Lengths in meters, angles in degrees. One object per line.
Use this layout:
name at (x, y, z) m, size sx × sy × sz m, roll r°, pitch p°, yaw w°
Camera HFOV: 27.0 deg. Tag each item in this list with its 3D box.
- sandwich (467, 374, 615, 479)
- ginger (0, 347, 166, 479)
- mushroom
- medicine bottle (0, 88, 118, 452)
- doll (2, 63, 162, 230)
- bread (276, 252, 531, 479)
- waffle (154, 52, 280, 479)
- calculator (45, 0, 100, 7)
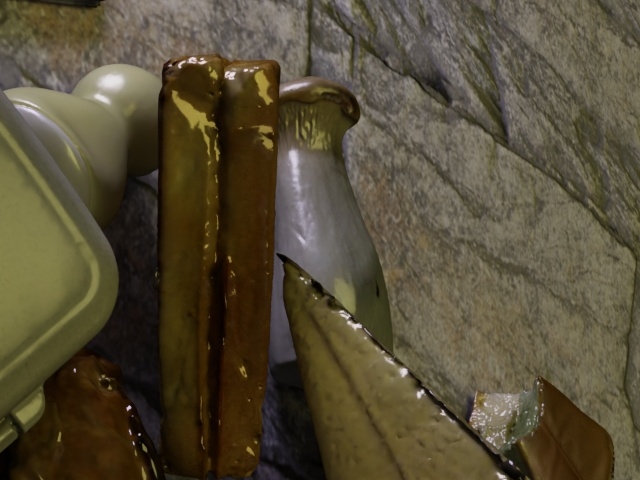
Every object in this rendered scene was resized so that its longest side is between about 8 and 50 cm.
sandwich at (0.230, 0.281, 1.488) m, size 0.186 × 0.108 × 0.220 m, roll 38°, pitch 51°, yaw -34°
ginger at (-0.182, 0.221, 0.984) m, size 0.165 × 0.172 × 0.321 m, roll -1°, pitch 72°, yaw -11°
mushroom at (0.000, 0.000, 1.351) m, size 0.159 × 0.122 × 0.329 m, roll 68°, pitch 16°, yaw -74°
medicine bottle at (-0.324, 0.051, 0.869) m, size 0.375 × 0.123 × 0.282 m, roll -43°, pitch 104°, yaw -34°
doll at (-0.207, -0.076, 1.134) m, size 0.141 × 0.117 × 0.296 m, roll 46°, pitch 27°, yaw 2°
bread at (0.166, 0.202, 1.136) m, size 0.345 × 0.242 × 0.405 m, roll 38°, pitch 35°, yaw -47°
waffle at (-0.083, 0.012, 1.096) m, size 0.224 × 0.098 × 0.328 m, roll -94°, pitch -175°, yaw -82°
calculator at (-0.302, -0.294, 1.171) m, size 0.274 × 0.028 × 0.166 m, roll -4°, pitch 77°, yaw -51°
